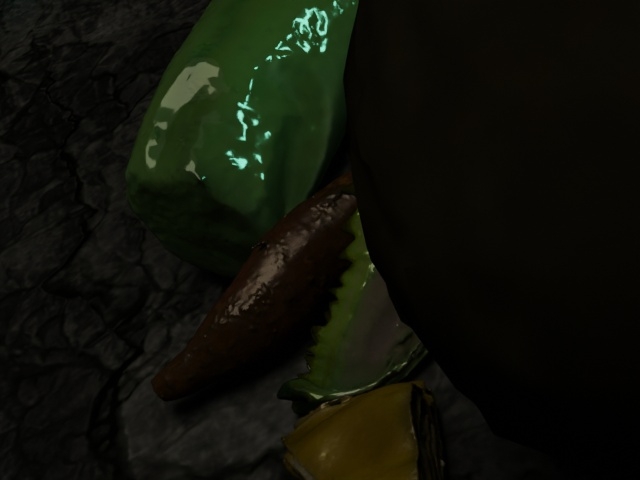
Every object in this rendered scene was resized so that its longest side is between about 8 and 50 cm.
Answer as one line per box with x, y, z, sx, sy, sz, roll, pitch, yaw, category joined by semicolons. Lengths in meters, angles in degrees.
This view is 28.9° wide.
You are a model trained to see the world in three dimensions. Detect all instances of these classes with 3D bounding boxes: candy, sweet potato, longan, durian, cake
-0.040;-0.129;1.010;0.132;0.142;0.343;6;49;21;candy
0.000;0.000;0.885;0.314;0.072;0.066;-47;40;-19;sweet potato
0.221;-0.084;0.579;0.436;0.404;0.404;-11;40;34;longan
0.098;-0.034;0.836;0.132;0.106;0.375;27;68;42;durian
0.018;0.148;0.698;0.116;0.080;0.185;-14;44;16;cake
